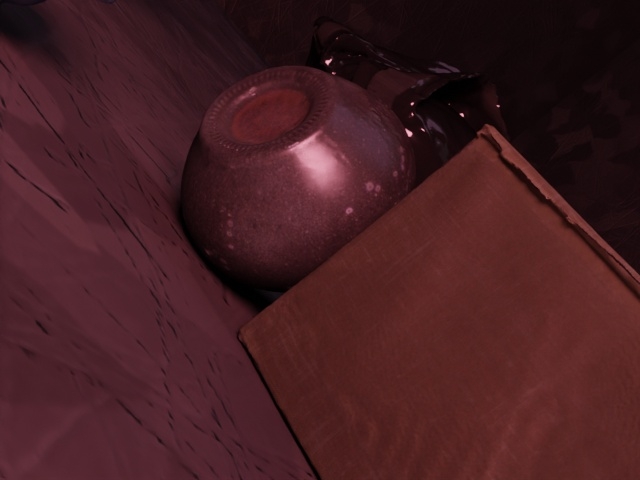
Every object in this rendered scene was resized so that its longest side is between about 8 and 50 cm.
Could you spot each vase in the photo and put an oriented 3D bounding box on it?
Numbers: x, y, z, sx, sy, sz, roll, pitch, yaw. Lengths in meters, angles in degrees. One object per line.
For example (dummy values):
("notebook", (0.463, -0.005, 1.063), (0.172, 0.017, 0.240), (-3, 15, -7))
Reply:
("vase", (0.000, 0.000, 0.480), (0.120, 0.120, 0.183), (58, -8, 46))

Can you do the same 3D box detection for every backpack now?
("backpack", (0.126, -0.072, 1.082), (0.363, 0.255, 0.445), (48, 6, 40))

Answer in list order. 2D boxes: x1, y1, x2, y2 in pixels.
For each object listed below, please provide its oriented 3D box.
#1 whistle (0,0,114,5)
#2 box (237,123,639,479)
("whistle", (-0.182, -0.199, 0.364), (0.269, 0.093, 0.180), (48, -17, -20))
("box", (0.102, 0.099, 0.386), (0.231, 0.149, 0.155), (56, 8, 33))
